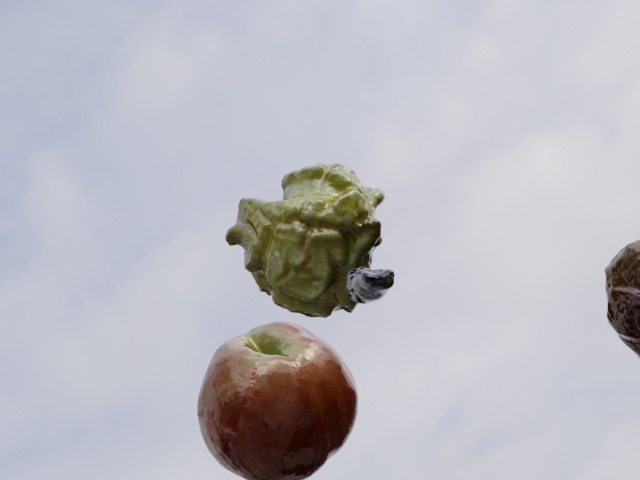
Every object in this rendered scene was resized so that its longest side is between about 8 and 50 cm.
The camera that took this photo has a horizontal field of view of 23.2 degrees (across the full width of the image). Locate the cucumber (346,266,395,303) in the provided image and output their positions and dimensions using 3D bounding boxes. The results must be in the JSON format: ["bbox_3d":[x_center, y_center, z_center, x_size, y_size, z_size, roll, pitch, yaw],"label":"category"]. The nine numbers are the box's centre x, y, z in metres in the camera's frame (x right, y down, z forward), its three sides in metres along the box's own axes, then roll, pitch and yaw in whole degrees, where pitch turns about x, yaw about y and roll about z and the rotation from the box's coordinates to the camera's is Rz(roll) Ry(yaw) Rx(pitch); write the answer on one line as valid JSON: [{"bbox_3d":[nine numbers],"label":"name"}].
[{"bbox_3d":[0.043,0.041,1.401,0.033,0.135,0.034,0,-90,-5],"label":"cucumber"}]

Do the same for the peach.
[{"bbox_3d":[-0.065,0.252,2.220,0.232,0.232,0.257,-21,-62,-33],"label":"peach"}]

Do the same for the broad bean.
[{"bbox_3d":[0.430,0.095,1.825,0.122,0.228,0.156,-32,-12,-47],"label":"broad bean"}]

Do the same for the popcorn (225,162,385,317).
[{"bbox_3d":[-0.001,0.000,1.894,0.187,0.167,0.185,-47,-38,-8],"label":"popcorn"}]
